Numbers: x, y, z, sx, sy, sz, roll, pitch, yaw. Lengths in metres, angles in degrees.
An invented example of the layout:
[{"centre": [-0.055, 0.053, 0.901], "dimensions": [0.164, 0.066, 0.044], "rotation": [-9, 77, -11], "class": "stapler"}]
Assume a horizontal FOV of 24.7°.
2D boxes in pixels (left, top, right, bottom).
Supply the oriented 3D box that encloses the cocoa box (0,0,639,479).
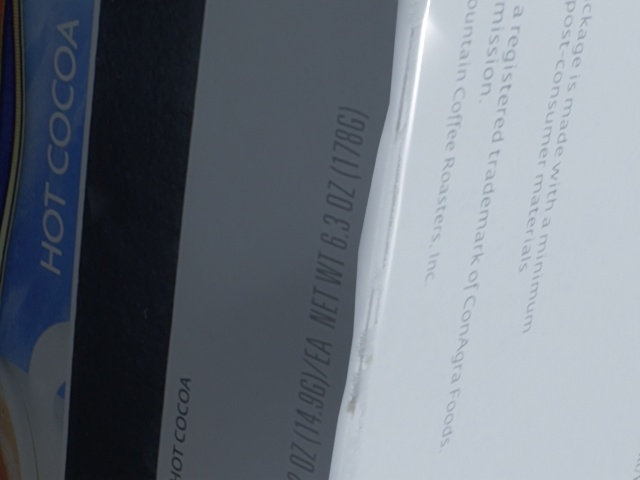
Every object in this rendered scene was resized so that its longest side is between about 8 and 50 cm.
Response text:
[{"centre": [0.000, 0.000, 0.483], "dimensions": [0.228, 0.231, 0.347], "rotation": [24, -64, 37], "class": "cocoa box"}]
